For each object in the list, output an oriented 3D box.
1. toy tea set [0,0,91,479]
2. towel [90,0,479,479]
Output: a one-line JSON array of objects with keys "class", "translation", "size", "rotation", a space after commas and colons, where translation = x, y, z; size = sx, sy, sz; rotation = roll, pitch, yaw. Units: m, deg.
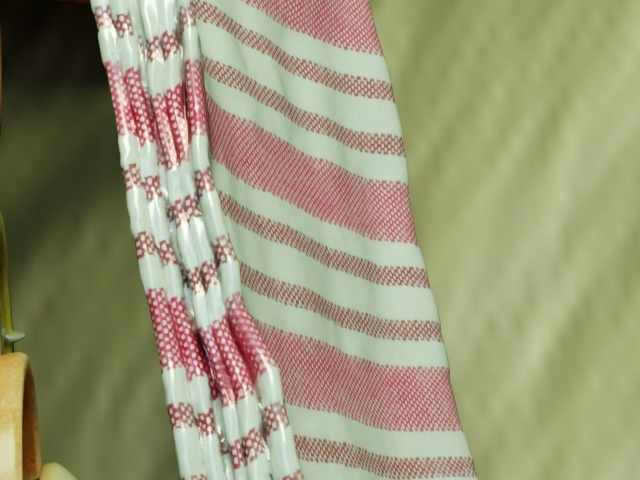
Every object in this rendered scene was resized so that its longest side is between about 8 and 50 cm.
[{"class": "toy tea set", "translation": [-0.067, -0.041, 0.467], "size": [0.124, 0.200, 0.336], "rotation": [-3, 73, -6]}, {"class": "towel", "translation": [0.000, 0.000, 0.454], "size": [0.029, 0.144, 0.197], "rotation": [-18, 75, 20]}]
